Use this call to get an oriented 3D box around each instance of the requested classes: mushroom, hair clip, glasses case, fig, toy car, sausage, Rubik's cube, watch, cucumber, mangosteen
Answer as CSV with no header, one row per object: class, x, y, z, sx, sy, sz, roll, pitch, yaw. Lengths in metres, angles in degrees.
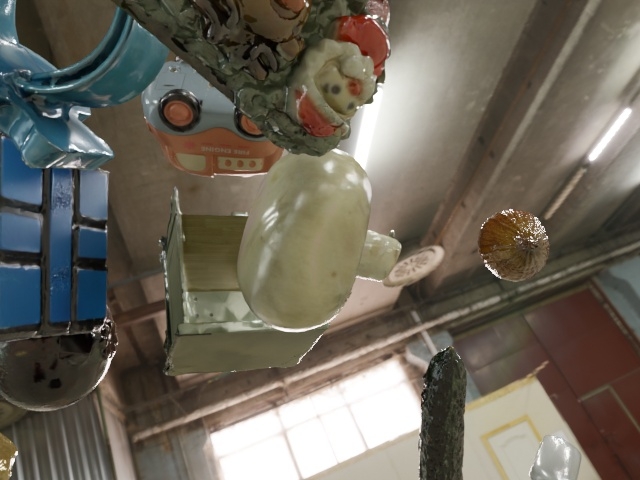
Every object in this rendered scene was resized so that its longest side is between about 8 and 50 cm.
mushroom,0.000,0.000,0.703,0.202,0.246,0.246,12,-34,-2
hair clip,-0.058,-0.163,0.324,0.321,0.091,0.138,32,-79,-40
glasses case,0.365,0.346,0.842,0.164,0.063,0.041,-7,-63,-61
fig,0.322,-0.003,0.870,0.119,0.119,0.153,-15,-19,-19
toy car,-0.184,-0.212,1.004,0.270,0.181,0.213,5,-46,-7
sausage,0.068,-0.340,0.877,0.076,0.141,0.076,18,-25,9
Rubik's cube,-0.517,0.009,0.821,0.293,0.289,0.283,-1,-4,11
watch,-0.222,-0.185,0.470,0.193,0.211,0.211,-47,-31,8
cucumber,0.180,0.276,0.799,0.072,0.072,0.300,-12,-67,-23
mangosteen,-0.602,0.222,1.178,0.311,0.311,0.311,-20,-28,-11

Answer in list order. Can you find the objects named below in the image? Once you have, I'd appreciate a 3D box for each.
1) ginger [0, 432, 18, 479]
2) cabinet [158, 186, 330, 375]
ginger,-0.300,0.138,0.413,0.095,0.190,0.069,-25,-34,-31
cabinet,-0.178,0.085,1.130,0.289,0.318,0.227,0,-31,-22
